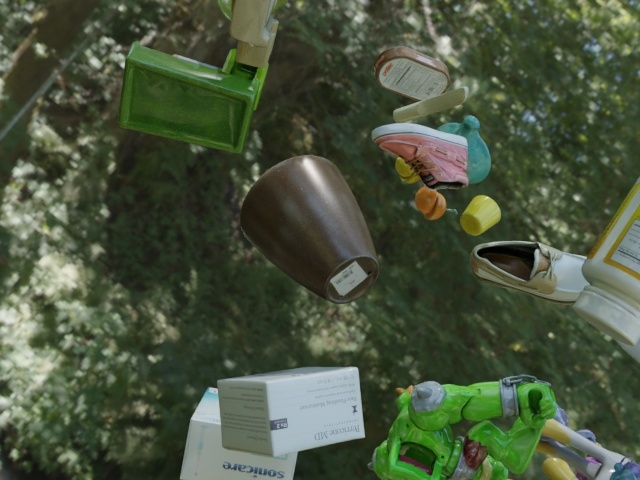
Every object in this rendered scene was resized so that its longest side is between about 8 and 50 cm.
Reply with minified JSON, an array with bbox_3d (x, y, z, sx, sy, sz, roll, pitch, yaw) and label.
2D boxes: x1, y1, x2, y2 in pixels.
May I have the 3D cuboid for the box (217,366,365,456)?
[{"bbox_3d":[-0.052,0.280,1.434,0.181,0.119,0.182,-4,-5,-34],"label":"box"}]

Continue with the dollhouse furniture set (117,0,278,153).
[{"bbox_3d":[-0.121,-0.285,0.998,0.151,0.301,0.197,15,40,-5],"label":"dollhouse furniture set"}]

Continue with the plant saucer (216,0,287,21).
[{"bbox_3d":[-0.073,-0.416,1.197,0.037,0.241,0.241,7,24,-39],"label":"plant saucer"}]

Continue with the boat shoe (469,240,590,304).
[{"bbox_3d":[0.469,0.065,1.837,0.302,0.113,0.103,6,-17,17],"label":"boat shoe"}]

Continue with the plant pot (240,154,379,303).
[{"bbox_3d":[0.000,0.000,1.534,0.215,0.215,0.230,39,10,-48],"label":"plant pot"}]

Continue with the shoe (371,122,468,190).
[{"bbox_3d":[0.159,-0.127,1.339,0.178,0.081,0.063,6,-17,-32],"label":"shoe"}]

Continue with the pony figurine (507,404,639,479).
[{"bbox_3d":[0.507,0.414,1.470,0.363,0.302,0.351,25,25,10],"label":"pony figurine"}]

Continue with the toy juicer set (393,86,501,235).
[{"bbox_3d":[0.242,-0.174,1.708,0.209,0.089,0.329,15,-47,40],"label":"toy juicer set"}]

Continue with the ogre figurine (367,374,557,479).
[{"bbox_3d":[0.118,0.180,0.767,0.118,0.096,0.197,15,-26,-7],"label":"ogre figurine"}]

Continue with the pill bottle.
[{"bbox_3d":[0.390,0.013,1.015,0.117,0.215,0.117,34,-2,1],"label":"pill bottle"}]

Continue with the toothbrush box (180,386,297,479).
[{"bbox_3d":[-0.155,0.407,1.769,0.216,0.126,0.295,10,3,0],"label":"toothbrush box"}]

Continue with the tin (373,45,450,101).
[{"bbox_3d":[0.209,-0.373,1.948,0.190,0.106,0.040,15,42,-27],"label":"tin"}]

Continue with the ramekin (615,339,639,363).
[{"bbox_3d":[0.590,0.125,1.311,0.277,0.135,0.277,19,22,-8],"label":"ramekin"}]
